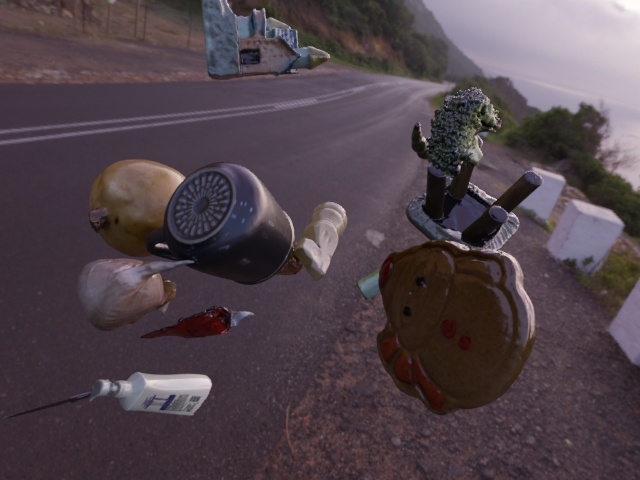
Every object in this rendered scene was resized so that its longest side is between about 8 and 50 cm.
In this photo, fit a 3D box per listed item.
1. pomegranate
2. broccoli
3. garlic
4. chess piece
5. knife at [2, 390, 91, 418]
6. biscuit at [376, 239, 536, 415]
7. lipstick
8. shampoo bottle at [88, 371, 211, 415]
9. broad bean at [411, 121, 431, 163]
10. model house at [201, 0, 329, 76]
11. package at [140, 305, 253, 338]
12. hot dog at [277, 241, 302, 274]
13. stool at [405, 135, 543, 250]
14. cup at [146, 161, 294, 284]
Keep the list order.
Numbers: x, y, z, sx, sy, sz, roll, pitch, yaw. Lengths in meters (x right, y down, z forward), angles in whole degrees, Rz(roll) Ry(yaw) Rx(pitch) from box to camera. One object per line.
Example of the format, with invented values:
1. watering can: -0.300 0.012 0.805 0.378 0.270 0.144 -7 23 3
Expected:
1. pomegranate: -0.486 -0.090 1.315 0.307 0.307 0.307 12 24 -6
2. broccoli: 0.163 -0.117 0.527 0.092 0.095 0.097 49 17 -29
3. garlic: -0.240 0.059 0.600 0.128 0.198 0.091 -9 73 -25
4. chess piece: 0.000 0.000 1.032 0.090 0.090 0.200 17 36 5
5. knife: -0.460 0.285 0.825 0.170 0.023 0.010 -4 57 -44
6. biscuit: 0.238 0.153 0.945 0.074 0.359 0.381 10 20 -39
7. lipstick: 0.265 0.101 1.610 0.076 0.304 0.076 55 12 -17
8. shampoo bottle: -0.184 0.166 0.517 0.034 0.049 0.141 44 8 37
9. broad bean: 0.346 -0.327 1.617 0.043 0.060 0.297 62 15 23
10. model house: -0.135 -0.523 1.228 0.324 0.194 0.267 -3 17 -10
11. package: -0.320 0.231 1.254 0.194 0.269 0.071 37 33 -54
12. hot dog: -0.115 0.017 0.979 0.115 0.072 0.269 43 12 20
13. stool: 0.472 -0.123 1.444 0.310 0.226 0.310 41 58 18
14. cup: -0.160 -0.013 0.744 0.223 0.169 0.176 -17 -25 19
